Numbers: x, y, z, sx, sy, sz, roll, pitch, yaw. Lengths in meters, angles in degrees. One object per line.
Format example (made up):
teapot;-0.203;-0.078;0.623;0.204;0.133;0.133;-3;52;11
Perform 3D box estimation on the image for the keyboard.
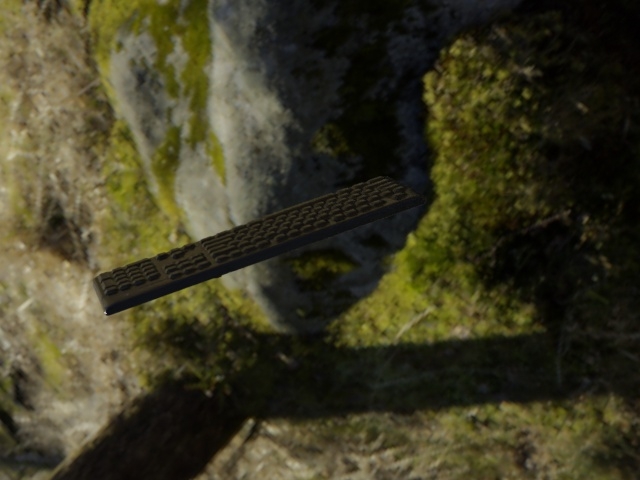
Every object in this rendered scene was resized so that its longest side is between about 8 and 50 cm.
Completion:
keyboard;-0.002;-0.013;0.937;0.103;0.381;0.041;-142;41;-67
